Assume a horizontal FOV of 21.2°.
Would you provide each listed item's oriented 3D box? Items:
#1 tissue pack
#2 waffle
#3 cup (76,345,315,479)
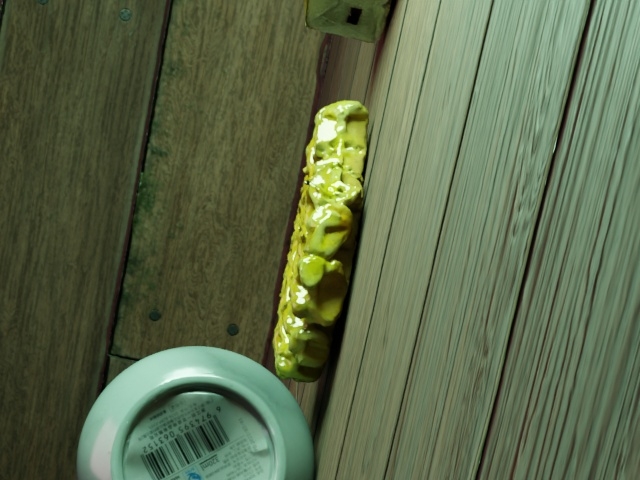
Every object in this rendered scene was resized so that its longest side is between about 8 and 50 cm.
[{"bbox_3d":[0.041,-0.323,1.558,0.183,0.092,0.226,108,173,-66],"label":"tissue pack"},{"bbox_3d":[0.001,0.000,1.496,0.253,0.056,0.249,-89,10,-83],"label":"waffle"},{"bbox_3d":[-0.114,0.201,1.502,0.312,0.205,0.205,124,156,-80],"label":"cup"}]
